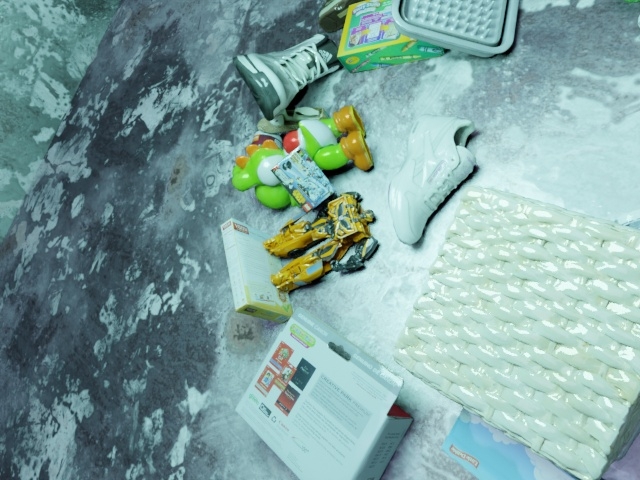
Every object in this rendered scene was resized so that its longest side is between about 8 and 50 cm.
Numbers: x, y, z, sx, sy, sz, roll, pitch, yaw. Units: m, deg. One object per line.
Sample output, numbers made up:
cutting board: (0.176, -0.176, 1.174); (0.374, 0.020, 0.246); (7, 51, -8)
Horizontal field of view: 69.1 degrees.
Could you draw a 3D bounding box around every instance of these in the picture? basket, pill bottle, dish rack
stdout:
basket: (0.339, 0.115, 0.710); (0.331, 0.266, 0.329); (27, 97, 40)
pill bottle: (-0.157, -0.259, 1.334); (0.085, 0.086, 0.152); (-1, 72, 35)
dish rack: (0.311, -0.582, 1.069); (0.285, 0.072, 0.333); (13, 77, -5)

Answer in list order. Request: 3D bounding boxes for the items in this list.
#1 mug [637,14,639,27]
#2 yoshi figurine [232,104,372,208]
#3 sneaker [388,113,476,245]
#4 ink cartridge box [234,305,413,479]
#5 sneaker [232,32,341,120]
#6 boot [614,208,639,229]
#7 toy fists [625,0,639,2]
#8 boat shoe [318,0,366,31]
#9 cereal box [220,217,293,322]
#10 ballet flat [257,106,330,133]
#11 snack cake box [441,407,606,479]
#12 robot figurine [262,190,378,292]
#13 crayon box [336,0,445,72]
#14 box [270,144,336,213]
mug: (0.634, -0.419, 0.859); (0.064, 0.062, 0.078); (-51, 45, 18)
yoshi figurine: (-0.047, -0.192, 1.211); (0.361, 0.203, 0.203); (-18, 100, 14)
sneaker: (0.239, -0.135, 0.990); (0.152, 0.114, 0.306); (10, 79, 38)
ink cartridge box: (0.016, 0.329, 0.959); (0.309, 0.130, 0.272); (30, 89, 38)
sneaker: (-0.071, -0.460, 1.205); (0.257, 0.169, 0.448); (-28, 23, 6)
boot: (0.589, -0.027, 0.743); (0.189, 0.069, 0.086); (-26, 67, 34)
toy fists: (0.673, -0.540, 0.824); (0.278, 0.142, 0.096); (-15, 64, 30)
boat shoe: (0.104, -0.690, 1.313); (0.257, 0.095, 0.095); (-6, 63, 34)
cereal box: (-0.157, 0.075, 1.151); (0.047, 0.173, 0.240); (-31, 57, 23)
ballet flat: (-0.078, -0.338, 1.271); (0.205, 0.067, 0.073); (-4, 64, 6)
snack cake box: (0.337, 0.363, 0.707); (0.264, 0.152, 0.089); (30, 90, 38)
robot figurine: (0.000, 0.000, 1.125); (0.290, 0.085, 0.211); (-31, 58, 22)
crayon box: (0.189, -0.548, 1.204); (0.278, 0.081, 0.166); (4, 74, 36)
box: (-0.041, -0.144, 1.103); (0.094, 0.137, 0.027); (-39, 11, 0)
